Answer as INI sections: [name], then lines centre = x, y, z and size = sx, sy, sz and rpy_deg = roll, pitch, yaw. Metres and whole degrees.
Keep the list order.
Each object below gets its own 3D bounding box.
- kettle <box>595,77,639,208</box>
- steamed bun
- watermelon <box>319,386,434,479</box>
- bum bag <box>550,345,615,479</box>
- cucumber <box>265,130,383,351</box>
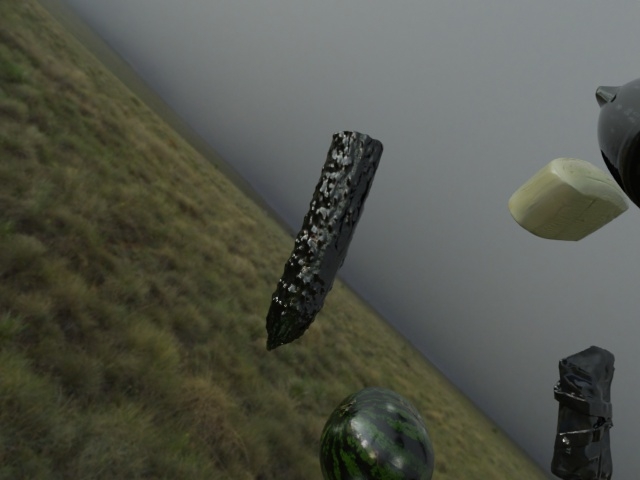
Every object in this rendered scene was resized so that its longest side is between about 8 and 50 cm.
[kettle]
centre = 0.598, -0.165, 0.828
size = 0.268, 0.207, 0.290
rpy_deg = 29, 29, -6
[steamed bun]
centre = 0.608, -0.109, 1.219
size = 0.249, 0.200, 0.155
rpy_deg = 8, 52, -24
[watermelon]
centre = 0.120, 0.454, 1.066
size = 0.269, 0.269, 0.269
rpy_deg = 44, -2, 2
[bum bag]
centre = 0.557, 0.377, 1.042
size = 0.136, 0.310, 0.074
rpy_deg = 5, -5, -7
[cucumber]
centre = 0.002, 0.001, 0.619
size = 0.072, 0.300, 0.072
rpy_deg = 20, -4, 2
